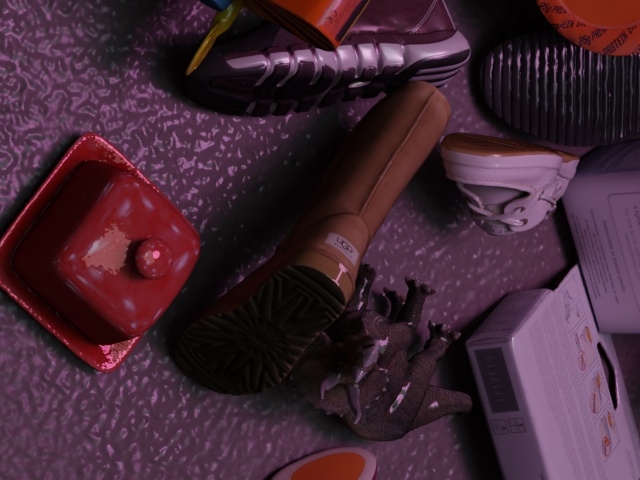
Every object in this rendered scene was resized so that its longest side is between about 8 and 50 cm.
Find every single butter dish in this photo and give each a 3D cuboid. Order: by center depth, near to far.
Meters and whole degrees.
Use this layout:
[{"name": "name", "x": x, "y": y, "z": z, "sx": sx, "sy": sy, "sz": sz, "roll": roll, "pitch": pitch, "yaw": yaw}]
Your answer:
[{"name": "butter dish", "x": -0.165, "y": 0.012, "z": 1.336, "sx": 0.160, "sy": 0.118, "sz": 0.160, "roll": 46, "pitch": 67, "yaw": -28}]

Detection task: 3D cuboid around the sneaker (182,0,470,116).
[{"name": "sneaker", "x": -0.008, "y": -0.210, "z": 1.474, "sx": 0.281, "sy": 0.106, "sz": 0.162, "roll": -7, "pitch": 73, "yaw": -27}]

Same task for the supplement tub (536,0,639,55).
[{"name": "supplement tub", "x": 0.349, "y": -0.317, "z": 1.595, "sx": 0.338, "sy": 0.207, "sz": 0.207, "roll": -41, "pitch": 116, "yaw": -47}]

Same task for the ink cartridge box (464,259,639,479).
[{"name": "ink cartridge box", "x": 0.254, "y": 0.179, "z": 1.695, "sx": 0.239, "sy": 0.060, "sz": 0.275, "roll": -39, "pitch": 116, "yaw": -56}]

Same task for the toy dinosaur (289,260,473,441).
[{"name": "toy dinosaur", "x": 0.054, "y": 0.122, "z": 1.521, "sx": 0.160, "sy": 0.121, "sz": 0.313, "roll": -60, "pitch": 154, "yaw": -14}]

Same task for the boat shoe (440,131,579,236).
[{"name": "boat shoe", "x": 0.185, "y": -0.049, "z": 1.559, "sx": 0.277, "sy": 0.098, "sz": 0.096, "roll": 1, "pitch": 104, "yaw": -64}]

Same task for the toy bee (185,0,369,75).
[{"name": "toy bee", "x": -0.070, "y": -0.248, "z": 1.360, "sx": 0.195, "sy": 0.298, "sz": 0.162, "roll": -36, "pitch": 160, "yaw": 5}]

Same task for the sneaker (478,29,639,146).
[{"name": "sneaker", "x": 0.313, "y": -0.171, "z": 1.696, "sx": 0.330, "sy": 0.146, "sz": 0.122, "roll": 0, "pitch": 105, "yaw": -13}]

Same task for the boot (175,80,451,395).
[{"name": "boot", "x": 0.000, "y": 0.000, "z": 1.451, "sx": 0.089, "sy": 0.236, "sz": 0.269, "roll": 44, "pitch": 43, "yaw": -14}]

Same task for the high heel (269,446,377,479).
[{"name": "high heel", "x": -0.029, "y": 0.293, "z": 1.491, "sx": 0.244, "sy": 0.082, "sz": 0.117, "roll": -42, "pitch": 145, "yaw": -41}]

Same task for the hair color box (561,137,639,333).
[{"name": "hair color box", "x": 0.441, "y": -0.012, "z": 1.618, "sx": 0.113, "sy": 0.374, "sz": 0.185, "roll": -34, "pitch": 112, "yaw": -42}]
